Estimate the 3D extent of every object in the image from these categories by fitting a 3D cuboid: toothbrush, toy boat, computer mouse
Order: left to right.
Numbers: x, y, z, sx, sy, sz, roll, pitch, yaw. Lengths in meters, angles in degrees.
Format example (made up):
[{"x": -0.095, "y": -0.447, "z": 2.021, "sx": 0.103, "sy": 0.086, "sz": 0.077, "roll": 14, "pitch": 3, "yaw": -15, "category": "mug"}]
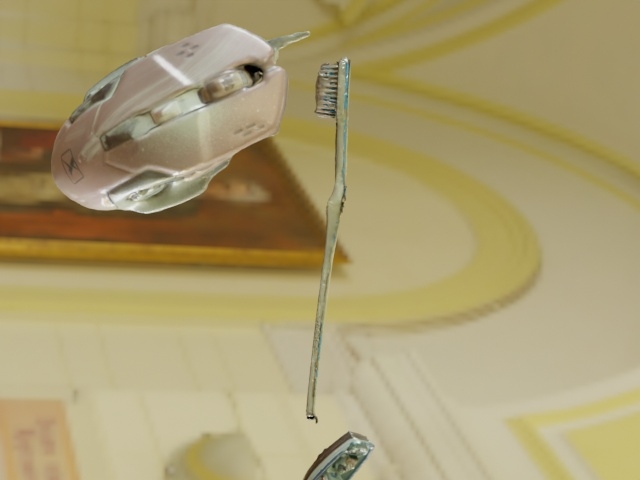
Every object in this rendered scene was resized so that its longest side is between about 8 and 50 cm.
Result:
[{"x": -0.180, "y": -0.162, "z": 2.117, "sx": 0.199, "sy": 0.389, "sz": 0.115, "roll": 62, "pitch": 9, "yaw": 0, "category": "computer mouse"}, {"x": 0.006, "y": 0.001, "z": 1.317, "sx": 0.026, "sy": 0.028, "sz": 0.294, "roll": -31, "pitch": 123, "yaw": -84, "category": "toothbrush"}, {"x": 0.020, "y": 0.310, "z": 2.131, "sx": 0.140, "sy": 0.059, "sz": 0.066, "roll": -48, "pitch": -133, "yaw": 24, "category": "toy boat"}]
